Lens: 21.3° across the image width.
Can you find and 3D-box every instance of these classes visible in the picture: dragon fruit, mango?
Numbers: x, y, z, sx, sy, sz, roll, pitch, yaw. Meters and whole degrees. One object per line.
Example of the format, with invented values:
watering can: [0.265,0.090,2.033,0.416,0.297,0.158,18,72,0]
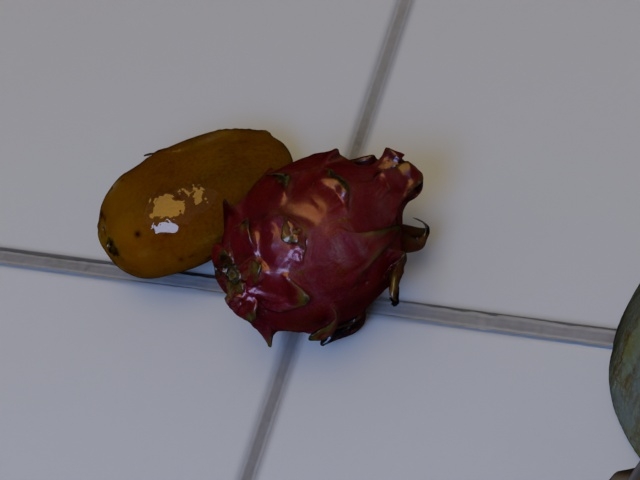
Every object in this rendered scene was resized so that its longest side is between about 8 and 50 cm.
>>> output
dragon fruit: [0.000,0.000,1.207,0.166,0.133,0.136,-42,98,-9]
mango: [-0.093,-0.034,1.270,0.159,0.084,0.105,-39,29,-10]

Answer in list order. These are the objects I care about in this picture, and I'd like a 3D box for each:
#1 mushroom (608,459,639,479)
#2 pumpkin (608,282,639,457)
mushroom: [0.355,0.174,0.903,0.397,0.224,0.314,30,97,9]
pumpkin: [0.290,0.058,1.089,0.217,0.110,0.217,-8,51,10]
